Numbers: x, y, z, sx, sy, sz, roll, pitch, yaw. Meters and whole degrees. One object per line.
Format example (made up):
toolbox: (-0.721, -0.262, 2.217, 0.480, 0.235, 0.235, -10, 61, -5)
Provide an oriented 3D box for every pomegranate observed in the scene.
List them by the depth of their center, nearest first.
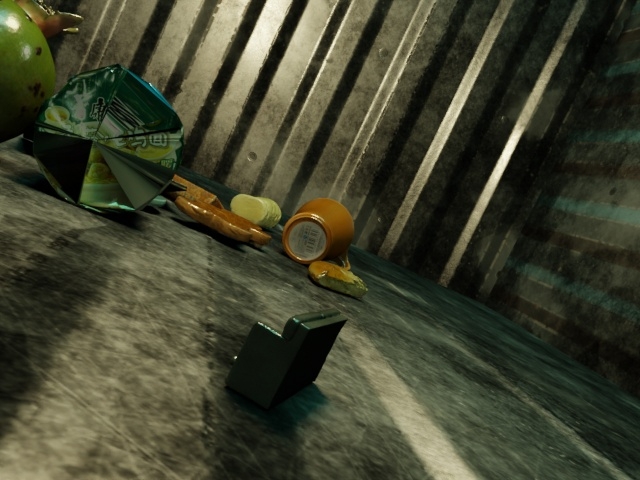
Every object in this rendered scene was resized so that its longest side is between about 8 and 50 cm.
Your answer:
pomegranate: (-0.547, -0.313, 0.964, 0.291, 0.323, 0.291, 44, -9, 9)

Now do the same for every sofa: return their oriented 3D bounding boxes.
sofa: (-0.031, 0.098, 0.576, 0.060, 0.085, 0.147, 30, 6, 16)

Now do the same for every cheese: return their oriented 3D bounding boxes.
cheese: (-0.200, -0.095, 1.896, 0.123, 0.094, 0.167, 29, 5, 16)

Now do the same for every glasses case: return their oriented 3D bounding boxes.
glasses case: (-0.353, -0.121, 1.562, 0.218, 0.049, 0.075, 28, -20, 24)

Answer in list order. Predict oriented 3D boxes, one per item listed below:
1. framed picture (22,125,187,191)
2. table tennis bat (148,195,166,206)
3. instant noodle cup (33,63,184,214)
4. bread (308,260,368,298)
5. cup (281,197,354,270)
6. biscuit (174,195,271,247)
framed picture: (-0.499, -0.182, 1.378, 0.347, 0.016, 0.265, 24, -9, -27)
table tennis bat: (-0.394, -0.103, 1.278, 0.149, 0.038, 0.237, 17, 6, -2)
instant noodle cup: (-0.363, -0.163, 1.035, 0.240, 0.240, 0.178, 24, -3, -21)
bread: (0.021, 0.077, 1.380, 0.154, 0.054, 0.136, 26, 0, -37)
cup: (0.000, 0.000, 1.627, 0.226, 0.182, 0.264, 57, 13, 0)
biscuit: (-0.216, -0.037, 1.405, 0.205, 0.049, 0.324, 27, 5, 2)
